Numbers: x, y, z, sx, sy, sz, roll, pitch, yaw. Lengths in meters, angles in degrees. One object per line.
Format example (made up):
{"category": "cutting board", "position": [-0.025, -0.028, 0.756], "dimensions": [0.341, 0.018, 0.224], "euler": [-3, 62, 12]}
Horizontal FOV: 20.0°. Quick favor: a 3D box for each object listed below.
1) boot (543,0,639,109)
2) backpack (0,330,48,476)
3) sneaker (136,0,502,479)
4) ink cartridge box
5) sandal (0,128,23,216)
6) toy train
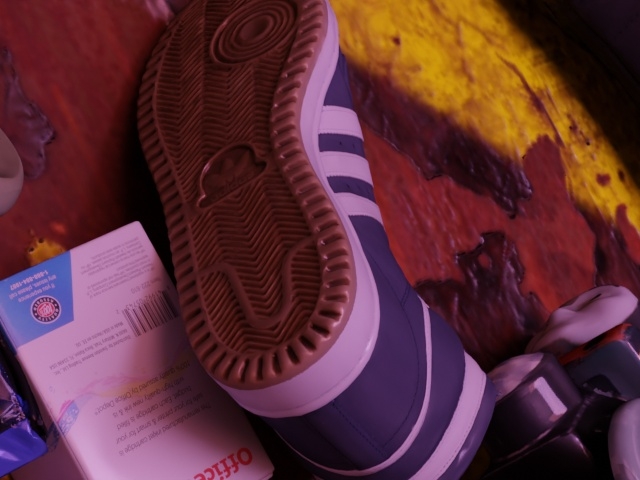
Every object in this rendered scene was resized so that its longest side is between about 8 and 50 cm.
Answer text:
{"category": "boot", "position": [0.279, -0.169, 1.131], "dimensions": [0.377, 0.138, 0.284], "euler": [-33, 90, -42]}
{"category": "backpack", "position": [-0.165, 0.045, 0.655], "dimensions": [0.101, 0.098, 0.120], "euler": [-27, 88, -26]}
{"category": "sneaker", "position": [0.000, 0.000, 0.827], "dimensions": [0.153, 0.099, 0.282], "euler": [51, 20, -39]}
{"category": "ink cartridge box", "position": [-0.087, 0.067, 0.744], "dimensions": [0.088, 0.052, 0.122], "euler": [-26, 85, -45]}
{"category": "sandal", "position": [-0.207, -0.138, 0.700], "dimensions": [0.303, 0.086, 0.120], "euler": [49, 18, -16]}
{"category": "toy train", "position": [0.197, 0.175, 0.888], "dimensions": [0.334, 0.142, 0.190], "euler": [52, 32, -5]}
